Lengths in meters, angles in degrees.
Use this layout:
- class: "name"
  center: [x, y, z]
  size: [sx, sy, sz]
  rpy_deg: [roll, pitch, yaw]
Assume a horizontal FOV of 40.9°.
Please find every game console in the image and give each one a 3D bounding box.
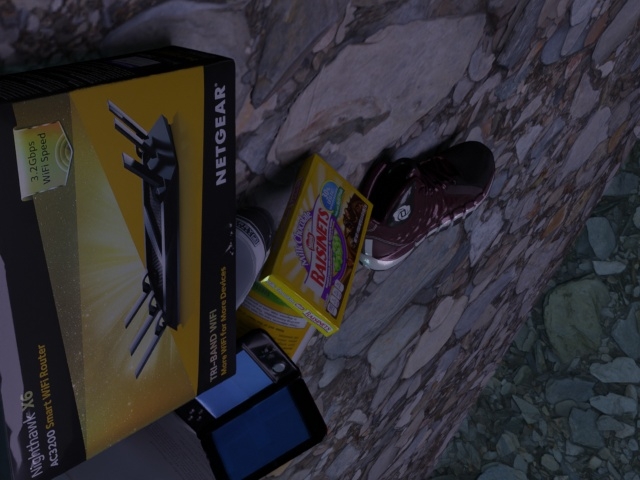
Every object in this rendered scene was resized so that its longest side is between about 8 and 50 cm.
- class: "game console"
  center: [-0.087, 0.190, 0.953]
  size: [0.144, 0.085, 0.124]
  rpy_deg: [-33, 121, 7]

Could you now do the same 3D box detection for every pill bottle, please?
- class: "pill bottle"
  center: [-0.090, 0.119, 1.043]
  size: [0.136, 0.136, 0.245]
  rpy_deg: [-8, 132, -57]

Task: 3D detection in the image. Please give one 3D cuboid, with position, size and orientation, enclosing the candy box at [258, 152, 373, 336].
- class: "candy box"
  center: [0.000, 0.000, 0.976]
  size: [0.027, 0.105, 0.206]
  rpy_deg: [-33, -152, 39]

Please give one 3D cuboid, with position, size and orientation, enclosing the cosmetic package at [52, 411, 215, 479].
- class: "cosmetic package"
  center: [-0.259, 0.323, 1.009]
  size: [0.217, 0.156, 0.385]
  rpy_deg: [-52, 157, 6]

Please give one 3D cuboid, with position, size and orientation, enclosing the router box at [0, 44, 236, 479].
- class: "router box"
  center: [-0.179, 0.014, 0.694]
  size: [0.243, 0.081, 0.308]
  rpy_deg: [-25, 126, -45]

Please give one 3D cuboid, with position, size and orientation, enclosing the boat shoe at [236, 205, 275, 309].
- class: "boat shoe"
  center: [-0.154, 0.081, 0.916]
  size: [0.306, 0.113, 0.105]
  rpy_deg: [-55, 178, 24]

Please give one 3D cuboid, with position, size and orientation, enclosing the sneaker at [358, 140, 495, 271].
- class: "sneaker"
  center: [0.156, -0.084, 1.240]
  size: [0.281, 0.106, 0.162]
  rpy_deg: [-42, 151, -20]
